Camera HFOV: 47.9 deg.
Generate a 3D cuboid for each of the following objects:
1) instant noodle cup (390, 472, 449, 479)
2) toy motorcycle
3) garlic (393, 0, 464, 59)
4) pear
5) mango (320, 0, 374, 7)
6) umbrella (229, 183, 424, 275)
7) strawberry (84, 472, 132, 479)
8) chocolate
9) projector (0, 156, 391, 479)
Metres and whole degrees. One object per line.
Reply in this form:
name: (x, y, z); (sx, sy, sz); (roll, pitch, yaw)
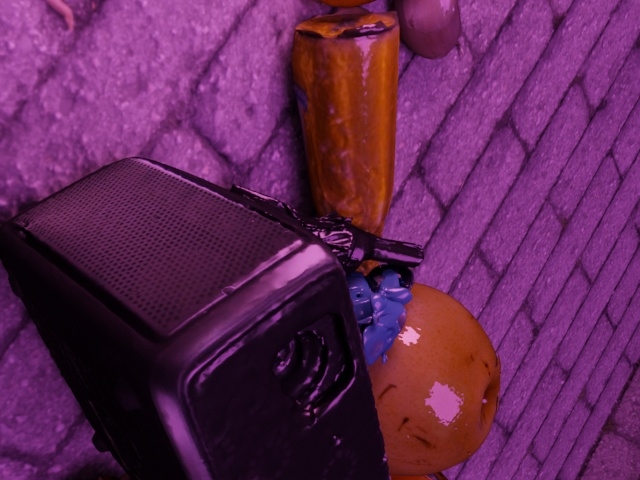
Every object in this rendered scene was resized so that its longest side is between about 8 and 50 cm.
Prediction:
instant noodle cup: (0.134, 0.497, 1.461); (0.172, 0.216, 0.216); (-53, 137, -2)
toy motorcycle: (0.016, 0.115, 1.113); (0.272, 0.182, 0.124); (-9, 132, 6)
garlic: (0.196, -0.373, 1.224); (0.148, 0.128, 0.266); (-37, 142, -13)
pear: (0.147, 0.240, 1.272); (0.348, 0.348, 0.348); (-21, 121, -39)
mango: (0.082, -0.430, 1.057); (0.253, 0.113, 0.138); (-36, 129, -18)
umbrella: (0.000, 0.000, 1.085); (0.340, 0.118, 0.118); (9, 102, -21)
strawberry: (-0.292, 0.461, 1.027); (0.205, 0.205, 0.244); (-29, 147, -34)
chocolate: (0.046, -0.125, 1.121); (0.162, 0.162, 0.445); (-27, 126, -36)
projector: (-0.156, 0.143, 0.845); (0.242, 0.405, 0.395); (-36, 131, -28)
